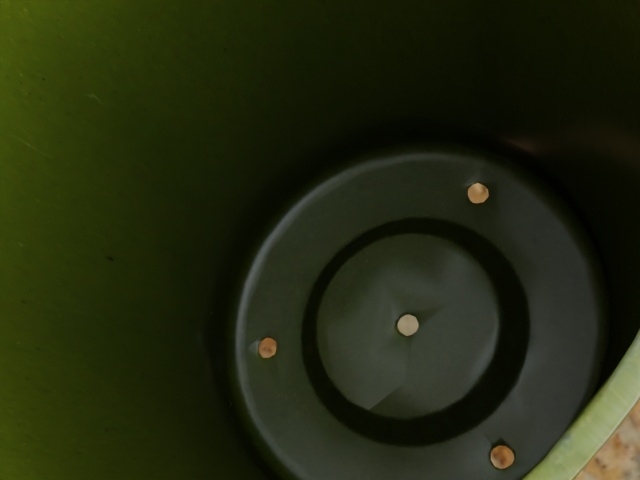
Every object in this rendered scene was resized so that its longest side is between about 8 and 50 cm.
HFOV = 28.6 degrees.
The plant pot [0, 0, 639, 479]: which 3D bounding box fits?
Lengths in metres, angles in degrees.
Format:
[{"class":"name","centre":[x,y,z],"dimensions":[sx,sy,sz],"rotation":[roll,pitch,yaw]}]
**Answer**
[{"class":"plant pot","centre":[0.000,0.000,0.575],"dimensions":[0.353,0.366,0.366],"rotation":[44,31,-66]}]
